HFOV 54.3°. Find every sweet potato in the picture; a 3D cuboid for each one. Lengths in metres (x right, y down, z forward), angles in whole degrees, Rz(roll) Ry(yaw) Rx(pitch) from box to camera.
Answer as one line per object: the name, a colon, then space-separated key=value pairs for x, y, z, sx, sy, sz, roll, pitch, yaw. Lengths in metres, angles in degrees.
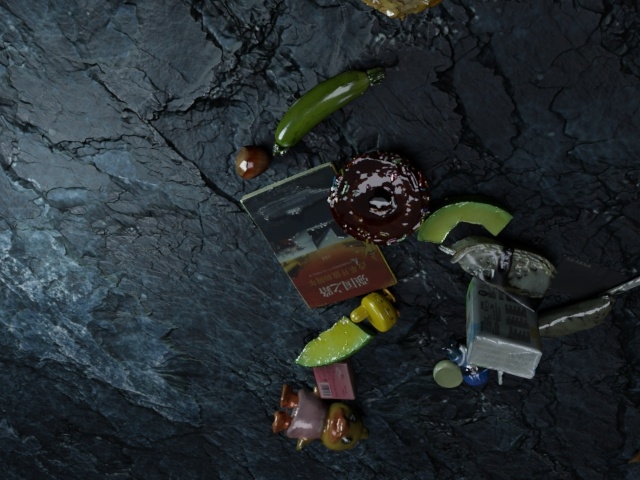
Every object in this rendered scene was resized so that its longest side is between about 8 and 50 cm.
sweet potato: x=0.909 y=0.600 z=1.734 sx=0.049 sy=0.049 sz=0.117 roll=41 pitch=127 yaw=-13

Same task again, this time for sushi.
sushi: x=0.421 y=0.042 z=1.457 sx=0.273 sy=0.134 sz=0.109 roll=31 pitch=113 yaw=10

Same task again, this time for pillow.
pillow: x=0.614 y=0.200 z=1.540 sx=0.241 sy=0.051 sz=0.093 roll=-26 pitch=125 yaw=28

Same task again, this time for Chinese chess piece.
Chinese chess piece: x=0.356 y=0.370 z=1.733 sx=0.084 sy=0.034 sz=0.084 roll=6 pitch=122 yaw=9

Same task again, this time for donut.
donut: x=0.136 y=-0.104 z=1.427 sx=0.235 sy=0.089 sz=0.235 roll=3 pitch=120 yaw=5

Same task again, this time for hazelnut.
hazelnut: x=-0.159 y=-0.186 z=1.472 sx=0.086 sy=0.086 sz=0.086 roll=7 pitch=125 yaw=10

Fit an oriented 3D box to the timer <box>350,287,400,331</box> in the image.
timer: x=0.143 y=0.190 z=1.620 sx=0.109 sy=0.107 sz=0.107 roll=-32 pitch=119 yaw=-18

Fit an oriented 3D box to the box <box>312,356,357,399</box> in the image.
box: x=0.043 y=0.390 z=1.812 sx=0.111 sy=0.060 sz=0.156 roll=-1 pitch=123 yaw=17

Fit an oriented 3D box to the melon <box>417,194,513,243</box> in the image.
melon: x=0.333 y=-0.051 z=1.439 sx=0.210 sy=0.064 sz=0.118 roll=4 pitch=123 yaw=10

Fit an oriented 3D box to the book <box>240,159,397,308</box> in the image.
book: x=0.000 y=0.000 z=1.582 sx=0.263 sy=0.028 sz=0.373 roll=-20 pitch=116 yaw=23

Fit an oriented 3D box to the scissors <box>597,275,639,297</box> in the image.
scissors: x=0.749 y=0.091 z=1.448 sx=0.212 sy=0.021 sz=0.110 roll=-30 pitch=110 yaw=27

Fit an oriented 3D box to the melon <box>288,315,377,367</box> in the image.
melon: x=0.025 y=0.292 z=1.728 sx=0.262 sy=0.053 sz=0.114 roll=-28 pitch=95 yaw=14

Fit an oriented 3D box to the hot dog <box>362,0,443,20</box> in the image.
hot dog: x=0.075 y=-0.523 z=1.002 sx=0.367 sy=0.365 sz=0.196 roll=38 pitch=122 yaw=-12

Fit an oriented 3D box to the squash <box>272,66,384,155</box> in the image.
squash: x=-0.005 y=-0.293 z=1.360 sx=0.319 sy=0.071 sz=0.080 roll=-32 pitch=150 yaw=27

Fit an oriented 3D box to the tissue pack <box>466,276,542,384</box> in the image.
tissue pack: x=0.425 y=0.219 z=1.491 sx=0.159 sy=0.229 sz=0.145 roll=12 pitch=125 yaw=4

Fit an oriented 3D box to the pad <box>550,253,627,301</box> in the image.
pad: x=0.635 y=0.098 z=1.495 sx=0.157 sy=0.003 sz=0.112 roll=20 pitch=126 yaw=2

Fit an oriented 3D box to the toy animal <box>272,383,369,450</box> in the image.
toy animal: x=0.008 y=0.545 z=1.870 sx=0.281 sy=0.195 sz=0.169 roll=13 pitch=165 yaw=11

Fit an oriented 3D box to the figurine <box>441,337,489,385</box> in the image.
figurine: x=0.393 y=0.325 z=1.670 sx=0.149 sy=0.087 sz=0.086 roll=38 pitch=161 yaw=-11
